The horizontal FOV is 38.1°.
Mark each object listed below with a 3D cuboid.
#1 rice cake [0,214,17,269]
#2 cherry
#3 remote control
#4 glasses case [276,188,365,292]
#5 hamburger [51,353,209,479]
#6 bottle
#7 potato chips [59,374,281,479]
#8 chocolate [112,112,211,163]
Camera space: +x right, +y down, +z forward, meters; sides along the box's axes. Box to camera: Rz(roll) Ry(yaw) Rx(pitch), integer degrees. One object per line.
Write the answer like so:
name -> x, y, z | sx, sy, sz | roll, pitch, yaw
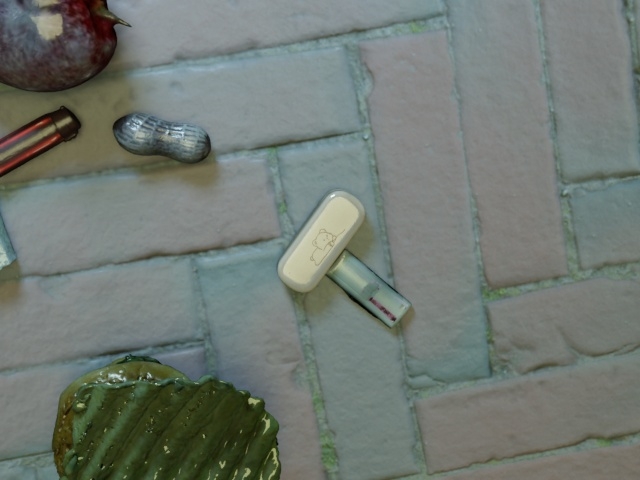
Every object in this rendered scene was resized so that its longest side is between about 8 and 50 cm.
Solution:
rice cake -> -0.568, -0.038, 1.548 | 0.063, 0.069, 0.206 | -18, 99, -4
cherry -> -0.447, -0.346, 1.447 | 0.300, 0.203, 0.230 | -8, 107, 2
remote control -> 0.086, 0.090, 1.669 | 0.166, 0.029, 0.065 | 40, 91, -11
glasses case -> 0.000, 0.000, 1.634 | 0.083, 0.050, 0.196 | 34, 93, -13
hamburger -> -0.314, 0.335, 1.604 | 0.285, 0.134, 0.265 | 8, 97, -8
bottle -> -0.479, -0.165, 1.545 | 0.164, 0.060, 0.060 | -30, 101, -2
potato chips -> -0.235, 0.384, 1.521 | 0.373, 0.097, 0.389 | 0, 108, -20
chocolate -> -0.267, -0.172, 1.564 | 0.167, 0.072, 0.072 | 11, 97, -11
